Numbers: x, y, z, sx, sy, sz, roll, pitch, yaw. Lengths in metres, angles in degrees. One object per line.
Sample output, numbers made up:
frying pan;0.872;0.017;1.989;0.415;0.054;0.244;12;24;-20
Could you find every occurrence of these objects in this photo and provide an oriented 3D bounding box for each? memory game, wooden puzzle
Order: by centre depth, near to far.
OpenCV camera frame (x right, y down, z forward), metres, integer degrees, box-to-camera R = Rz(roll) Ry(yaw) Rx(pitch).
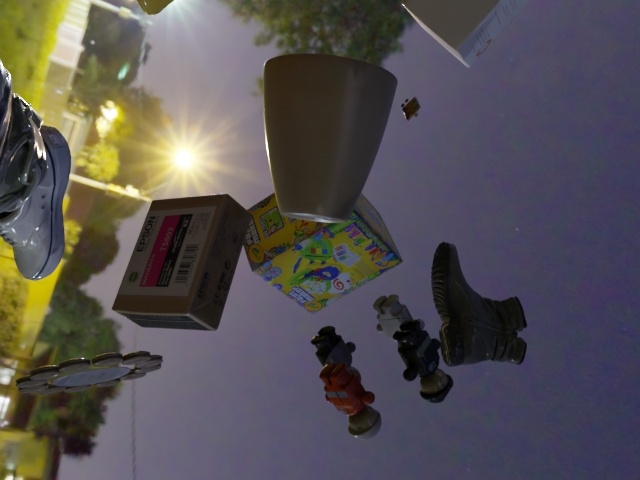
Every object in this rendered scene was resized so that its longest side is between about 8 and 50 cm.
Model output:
memory game;-0.295;0.172;0.892;0.186;0.186;0.012;-38;-120;53
wooden puzzle;0.238;-0.345;1.804;0.049;0.006;0.083;-43;-139;29

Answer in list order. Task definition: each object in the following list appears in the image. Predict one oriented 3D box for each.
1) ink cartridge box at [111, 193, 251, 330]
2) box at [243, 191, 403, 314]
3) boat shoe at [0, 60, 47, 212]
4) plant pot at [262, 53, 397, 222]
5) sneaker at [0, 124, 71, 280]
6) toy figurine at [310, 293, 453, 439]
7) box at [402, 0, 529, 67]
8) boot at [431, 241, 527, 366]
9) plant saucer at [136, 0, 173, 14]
ink cartridge box;-0.249;0.039;1.249;0.193;0.088;0.234;-2;-118;32
box;0.000;0.000;1.679;0.279;0.290;0.177;-31;-127;12
boat shoe;-0.214;-0.065;0.428;0.109;0.094;0.302;-46;-148;3
plant pot;0.001;-0.176;1.296;0.256;0.256;0.274;179;-81;-66
sneaker;-0.387;-0.038;0.885;0.094;0.091;0.258;45;-45;23
toy figurine;0.102;0.215;1.188;0.213;0.148;0.209;-30;-162;-1
box;0.376;-0.584;1.529;0.345;0.168;0.215;-48;167;15
boot;0.306;0.121;1.330;0.083;0.161;0.246;131;-46;-78
plant saucer;-0.232;-0.550;0.970;0.333;0.333;0.081;-30;-173;21
